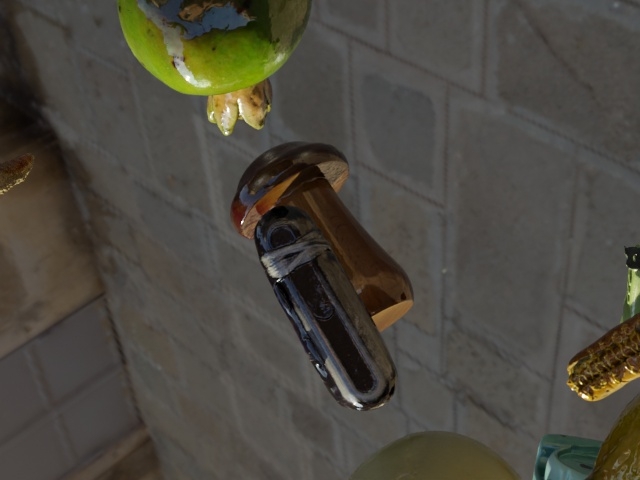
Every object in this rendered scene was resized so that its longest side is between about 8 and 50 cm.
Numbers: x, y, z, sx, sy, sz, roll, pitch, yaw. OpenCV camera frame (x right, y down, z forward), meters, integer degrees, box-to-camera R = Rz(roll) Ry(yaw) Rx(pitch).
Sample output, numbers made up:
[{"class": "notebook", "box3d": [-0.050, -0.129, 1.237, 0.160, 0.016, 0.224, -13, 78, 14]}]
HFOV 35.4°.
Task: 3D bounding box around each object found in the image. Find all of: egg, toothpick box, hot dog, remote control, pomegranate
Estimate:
[{"class": "egg", "box3d": [0.120, 0.311, 1.048, 0.219, 0.219, 0.269, 57, -171, -4]}, {"class": "toothpick box", "box3d": [0.000, 0.000, 1.425, 0.294, 0.192, 0.192, 58, 153, 16]}, {"class": "hot dog", "box3d": [0.381, 0.144, 1.267, 0.165, 0.045, 0.071, -40, 58, 32]}, {"class": "remote control", "box3d": [0.006, 0.080, 1.167, 0.266, 0.090, 0.066, 61, 170, -4]}, {"class": "pomegranate", "box3d": [-0.117, -0.252, 1.209, 0.236, 0.236, 0.302, 30, 148, 37]}]

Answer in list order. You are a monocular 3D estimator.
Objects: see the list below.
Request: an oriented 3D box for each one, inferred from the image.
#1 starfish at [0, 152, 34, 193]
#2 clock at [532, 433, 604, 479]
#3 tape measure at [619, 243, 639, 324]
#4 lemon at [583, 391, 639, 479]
[{"class": "starfish", "box3d": [-0.385, -0.012, 0.812, 0.327, 0.375, 0.094, 40, 134, 37]}, {"class": "clock", "box3d": [0.423, 0.363, 1.446, 0.223, 0.274, 0.094, 8, 95, 11]}, {"class": "tape measure", "box3d": [0.514, 0.109, 1.447, 0.175, 0.106, 0.200, 6, 128, 11]}, {"class": "lemon", "box3d": [0.320, 0.197, 0.714, 0.253, 0.228, 0.228, 31, 162, -28]}]
